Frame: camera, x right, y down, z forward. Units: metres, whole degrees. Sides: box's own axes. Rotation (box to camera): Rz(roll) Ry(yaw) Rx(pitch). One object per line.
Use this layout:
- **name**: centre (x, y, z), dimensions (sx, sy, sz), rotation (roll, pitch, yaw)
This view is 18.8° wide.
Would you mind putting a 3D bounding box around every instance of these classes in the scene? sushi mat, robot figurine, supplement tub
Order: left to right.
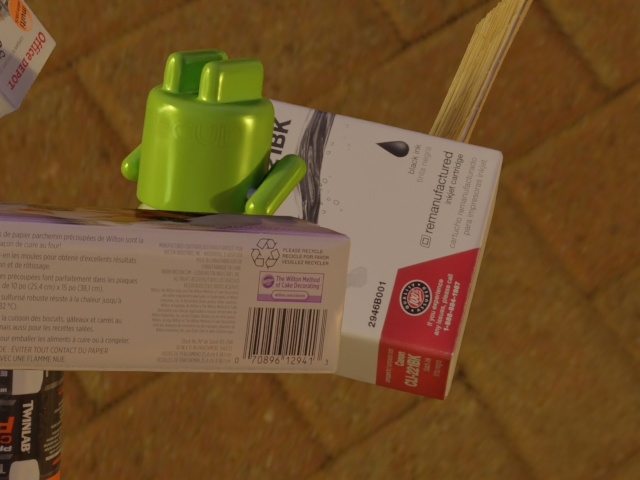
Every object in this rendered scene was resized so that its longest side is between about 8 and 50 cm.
- **supplement tub**: centre (-0.280, 0.168, 1.704), dimensions (0.106, 0.106, 0.198), rotation (1, 103, -11)
- **robot figurine**: centre (-0.060, -0.039, 0.997), dimensions (0.101, 0.115, 0.067), rotation (16, 18, 34)
- **sushi mat**: centre (0.143, -0.139, 1.928), dimensions (0.019, 0.151, 0.316), rotation (32, 56, -10)

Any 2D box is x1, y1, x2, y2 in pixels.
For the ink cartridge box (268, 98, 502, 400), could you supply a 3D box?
- **ink cartridge box**: centre (0.000, 0.000, 1.647), dimensions (0.273, 0.114, 0.197), rotation (13, 67, 7)

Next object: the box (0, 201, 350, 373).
- **box**: centre (-0.144, 0.017, 0.786), dimensions (0.324, 0.063, 0.067), rotation (2, 98, -27)

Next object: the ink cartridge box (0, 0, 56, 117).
- **ink cartridge box**: centre (-0.349, -0.188, 1.728), dimensions (0.176, 0.127, 0.128), rotation (54, 29, -24)
